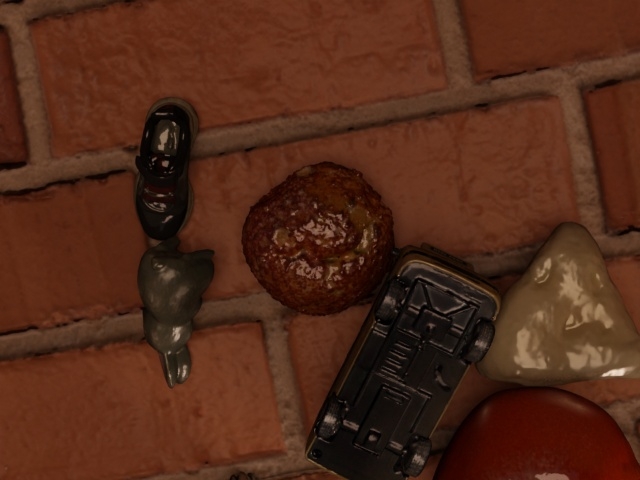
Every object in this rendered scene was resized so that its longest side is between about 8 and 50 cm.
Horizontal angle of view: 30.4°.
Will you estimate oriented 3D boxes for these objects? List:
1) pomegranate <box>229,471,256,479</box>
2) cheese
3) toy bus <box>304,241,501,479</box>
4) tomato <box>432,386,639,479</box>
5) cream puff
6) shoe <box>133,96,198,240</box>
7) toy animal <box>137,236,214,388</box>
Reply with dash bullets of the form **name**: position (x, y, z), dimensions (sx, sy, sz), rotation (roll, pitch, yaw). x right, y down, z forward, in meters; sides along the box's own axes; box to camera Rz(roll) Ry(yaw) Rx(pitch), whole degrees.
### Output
- **pomegranate**: position (-0.100, 0.460, 1.837), dimensions (0.180, 0.180, 0.210), rotation (-16, 59, 5)
- **cheese**: position (0.338, 0.112, 1.775), dimensions (0.247, 0.173, 0.251), rotation (-17, 90, -1)
- **toy bus**: position (0.120, 0.182, 1.754), dimensions (0.177, 0.202, 0.365), rotation (26, 109, -2)
- **tomato**: position (0.328, 0.377, 1.744), dimensions (0.341, 0.273, 0.341), rotation (2, 126, 2)
- **cream puff**: position (0.001, 0.000, 1.804), dimensions (0.240, 0.164, 0.240), rotation (0, 88, 1)
- **shoe**: position (-0.248, -0.113, 1.835), dimensions (0.099, 0.112, 0.228), rotation (7, 92, 2)
- **toy animal**: position (-0.244, 0.111, 1.850), dimensions (0.108, 0.138, 0.236), rotation (29, 112, 26)
